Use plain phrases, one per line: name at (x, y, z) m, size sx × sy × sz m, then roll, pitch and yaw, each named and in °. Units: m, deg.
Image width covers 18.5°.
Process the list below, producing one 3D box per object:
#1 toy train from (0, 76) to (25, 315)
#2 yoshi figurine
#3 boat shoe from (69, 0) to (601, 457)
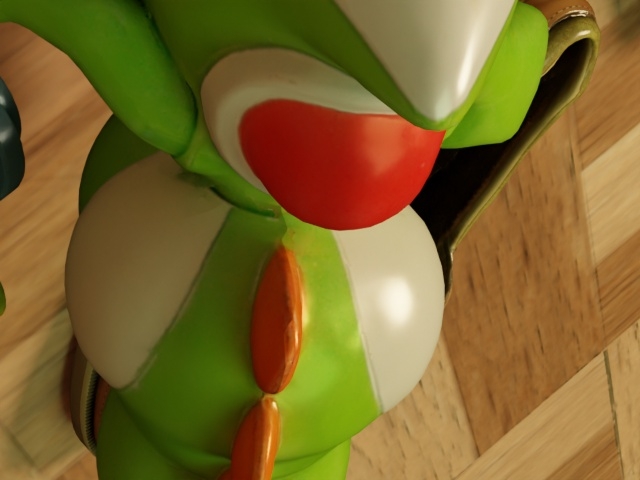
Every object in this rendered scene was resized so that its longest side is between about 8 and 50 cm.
toy train at (-0.172, 0.047, 0.705) m, size 0.143 × 0.105 × 0.248 m, roll -42°, pitch 154°, yaw -35°
yoshi figurine at (-0.014, -0.069, 0.612) m, size 0.203 × 0.203 × 0.362 m, roll -38°, pitch 150°, yaw -49°
boat shoe at (0.000, 0.000, 0.846) m, size 0.110 × 0.104 × 0.307 m, roll 4°, pitch 125°, yaw -54°
